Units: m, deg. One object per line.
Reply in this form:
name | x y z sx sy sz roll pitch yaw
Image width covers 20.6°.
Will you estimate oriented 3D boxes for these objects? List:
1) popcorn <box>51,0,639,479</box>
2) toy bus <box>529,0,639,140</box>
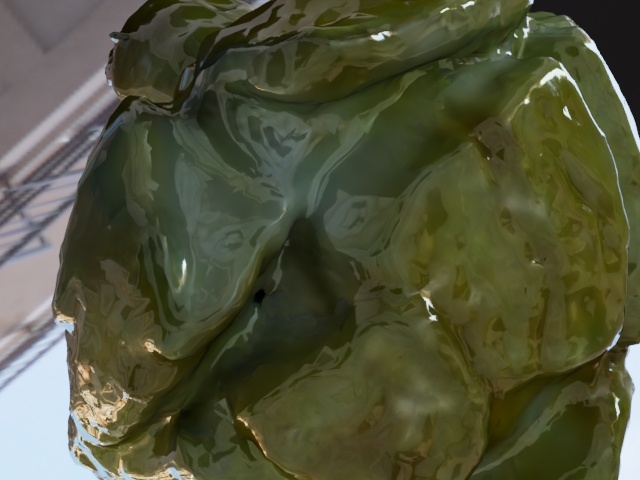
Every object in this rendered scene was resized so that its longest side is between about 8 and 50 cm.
popcorn | 0.000 0.004 0.724 0.276 0.276 0.225 -23 -71 18
toy bus | 0.110 -0.154 1.015 0.127 0.147 0.303 -32 -56 -10
